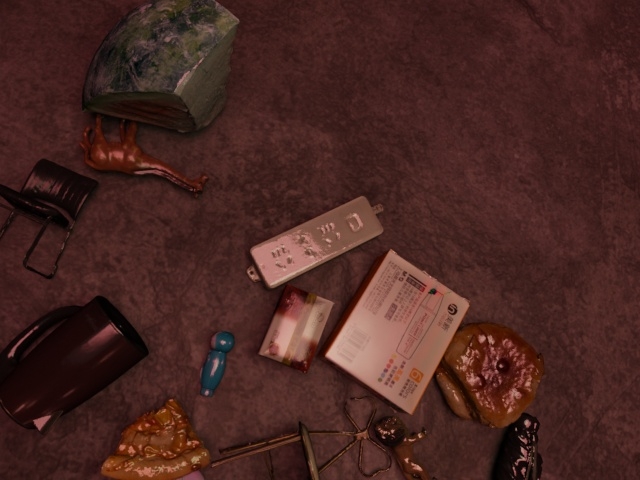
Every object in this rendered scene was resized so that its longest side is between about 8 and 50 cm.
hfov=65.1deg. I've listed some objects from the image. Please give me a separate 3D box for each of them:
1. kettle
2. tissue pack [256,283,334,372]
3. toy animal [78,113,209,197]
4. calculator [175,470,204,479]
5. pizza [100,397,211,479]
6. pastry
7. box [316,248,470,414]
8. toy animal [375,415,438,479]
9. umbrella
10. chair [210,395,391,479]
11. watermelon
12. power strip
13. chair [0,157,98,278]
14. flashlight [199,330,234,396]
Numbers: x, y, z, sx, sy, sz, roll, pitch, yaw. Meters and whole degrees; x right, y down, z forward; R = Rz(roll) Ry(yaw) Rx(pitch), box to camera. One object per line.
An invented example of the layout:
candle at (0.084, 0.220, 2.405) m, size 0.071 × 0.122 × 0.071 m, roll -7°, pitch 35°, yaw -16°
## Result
kettle at (-0.463, 0.209, 0.902) m, size 0.232 × 0.144 × 0.202 m, roll -39°, pitch 67°, yaw -14°
tissue pack at (-0.051, 0.177, 1.004) m, size 0.106 × 0.099 × 0.148 m, roll 22°, pitch 74°, yaw -5°
toy animal at (-0.368, -0.172, 1.043) m, size 0.225 × 0.066 × 0.229 m, roll -17°, pitch 69°, yaw -21°
calculator at (-0.292, 0.494, 0.862) m, size 0.141 × 0.045 × 0.246 m, roll 17°, pitch 44°, yaw -3°
pizza at (-0.287, 0.361, 0.919) m, size 0.182 × 0.062 × 0.161 m, roll 10°, pitch 45°, yaw -6°
pastry at (0.362, 0.279, 1.062) m, size 0.229 × 0.100 × 0.218 m, roll -9°, pitch 79°, yaw -12°
box at (0.155, 0.187, 1.047) m, size 0.221 × 0.091 × 0.273 m, roll 36°, pitch 73°, yaw -2°
toy animal at (0.186, 0.425, 1.010) m, size 0.086 × 0.069 × 0.219 m, roll -38°, pitch 99°, yaw -16°
umbrella at (0.383, 0.525, 1.005) m, size 0.113 × 0.106 × 0.357 m, roll 21°, pitch 74°, yaw -2°
chair at (-0.022, 0.409, 0.931) m, size 0.326 × 0.170 × 0.159 m, roll -14°, pitch 77°, yaw -8°
watermelon at (-0.298, -0.328, 1.021) m, size 0.388 × 0.258 × 0.228 m, roll -6°, pitch 68°, yaw 30°
power strip at (0.000, 0.000, 1.079) m, size 0.339 × 0.058 × 0.098 m, roll -26°, pitch 83°, yaw -16°
chair at (-0.536, -0.061, 0.944) m, size 0.140 × 0.145 × 0.220 m, roll 25°, pitch 72°, yaw -5°
flashlight at (-0.204, 0.242, 0.986) m, size 0.051 × 0.051 × 0.128 m, roll 15°, pitch 77°, yaw -7°
